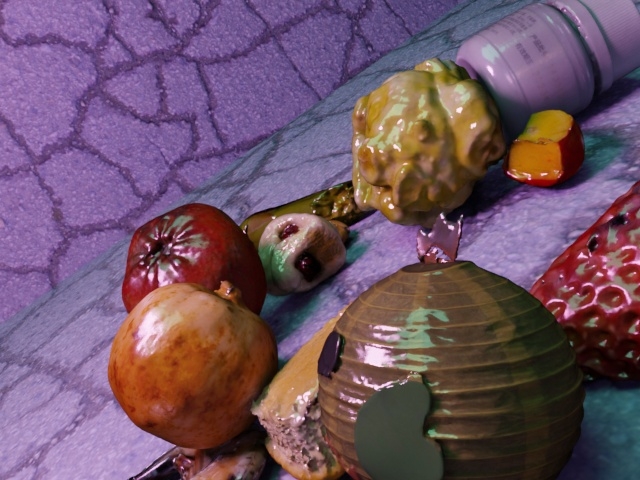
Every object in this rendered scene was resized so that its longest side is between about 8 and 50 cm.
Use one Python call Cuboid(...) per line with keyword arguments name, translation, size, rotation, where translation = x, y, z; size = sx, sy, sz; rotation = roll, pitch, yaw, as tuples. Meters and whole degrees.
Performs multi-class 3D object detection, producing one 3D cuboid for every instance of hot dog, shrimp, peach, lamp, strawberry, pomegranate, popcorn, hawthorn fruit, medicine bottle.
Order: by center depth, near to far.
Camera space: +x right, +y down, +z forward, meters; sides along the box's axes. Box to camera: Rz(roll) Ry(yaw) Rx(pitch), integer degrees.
Cuboid(name="lamp", translation=(0.117, 0.115, 0.571), size=(0.250, 0.284, 0.250), rotation=(-4, 6, 0))
Cuboid(name="strawberry", translation=(0.356, 0.019, 0.651), size=(0.280, 0.150, 0.253), rotation=(-12, 28, 39))
Cuboid(name="shrimp", translation=(-0.230, 0.362, 0.816), size=(0.365, 0.071, 0.233), rotation=(-31, 14, -4))
Cuboid(name="pomegranate", translation=(-0.170, 0.165, 0.839), size=(0.248, 0.248, 0.248), rotation=(-27, 21, 12))
Cuboid(name="peach", translation=(0.394, -0.157, 1.039), size=(0.151, 0.118, 0.151), rotation=(-52, -11, -15))
Cuboid(name="hawthorn fruit", translation=(-0.218, 0.088, 1.113), size=(0.254, 0.300, 0.254), rotation=(-9, 56, 13))
Cuboid(name="popcorn", translation=(0.194, -0.173, 1.136), size=(0.312, 0.312, 0.312), rotation=(-27, 21, 12))
Cuboid(name="medicine bottle", translation=(0.461, -0.361, 1.221), size=(0.306, 0.245, 0.245), rotation=(-29, 21, 6))
Cuboid(name="hot dog", translation=(0.000, 0.001, 1.312), size=(0.140, 0.060, 0.089), rotation=(-17, 37, 18))

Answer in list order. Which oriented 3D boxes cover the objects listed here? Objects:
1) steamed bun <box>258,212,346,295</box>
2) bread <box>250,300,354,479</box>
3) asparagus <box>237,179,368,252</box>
Cuboid(name="steamed bun", translation=(-0.055, 0.041, 1.191), size=(0.172, 0.140, 0.155), rotation=(-6, 37, 43))
Cuboid(name="bread", translation=(0.026, 0.186, 0.772), size=(0.245, 0.121, 0.174), rotation=(-46, 15, -23))
Cuboid(name="asparagus", translation=(-0.030, -0.054, 1.402), size=(0.382, 0.108, 0.128), rotation=(-18, -11, 29))
